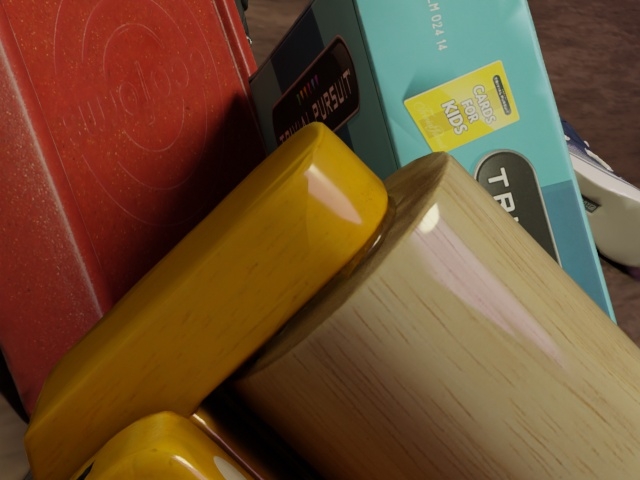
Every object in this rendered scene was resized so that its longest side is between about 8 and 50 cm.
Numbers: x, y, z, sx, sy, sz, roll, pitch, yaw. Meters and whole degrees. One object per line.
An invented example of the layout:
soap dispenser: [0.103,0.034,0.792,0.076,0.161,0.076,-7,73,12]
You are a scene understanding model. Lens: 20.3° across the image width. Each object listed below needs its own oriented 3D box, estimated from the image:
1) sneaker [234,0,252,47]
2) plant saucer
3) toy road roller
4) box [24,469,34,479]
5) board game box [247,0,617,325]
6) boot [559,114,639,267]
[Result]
sneaker: [-0.099,-0.135,1.098,0.130,0.109,0.286,53,28,-20]
plant saucer: [-0.102,-0.074,0.919,0.258,0.047,0.259,-38,113,-56]
toy road roller: [-0.025,0.139,0.597,0.202,0.329,0.240,44,6,-11]
box: [-0.076,0.118,0.794,0.087,0.102,0.101,48,25,-10]
board game box: [0.063,0.049,0.854,0.254,0.079,0.336,150,-75,-77]
boot: [0.236,-0.052,1.559,0.190,0.069,0.086,33,34,-29]
